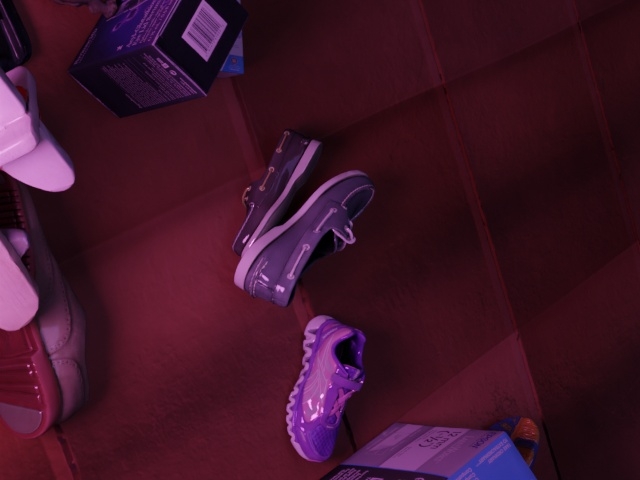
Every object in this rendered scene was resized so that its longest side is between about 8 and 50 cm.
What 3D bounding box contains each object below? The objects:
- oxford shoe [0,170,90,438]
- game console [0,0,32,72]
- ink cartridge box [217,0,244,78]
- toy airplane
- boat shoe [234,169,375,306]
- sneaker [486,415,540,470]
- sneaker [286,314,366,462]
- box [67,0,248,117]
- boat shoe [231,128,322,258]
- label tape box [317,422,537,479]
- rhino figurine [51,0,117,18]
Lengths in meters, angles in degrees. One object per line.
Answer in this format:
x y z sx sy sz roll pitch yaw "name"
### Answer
-0.376 0.070 1.581 0.130 0.123 0.348 -21 107 -60 "oxford shoe"
-0.484 -0.375 1.553 0.213 0.044 0.361 -35 109 -41 "game console"
-0.166 -0.312 1.857 0.088 0.052 0.122 1 87 -45 "ink cartridge box"
-0.467 -0.071 1.330 0.384 0.272 0.386 0 113 -34 "toy airplane"
0.000 0.000 1.924 0.319 0.099 0.116 -39 152 -39 "boat shoe"
0.325 0.464 2.249 0.296 0.112 0.131 -60 142 -29 "sneaker"
0.019 0.233 1.948 0.095 0.104 0.236 23 71 -43 "sneaker"
-0.223 -0.270 1.686 0.108 0.207 0.153 43 57 -33 "box"
-0.080 -0.071 1.909 0.069 0.081 0.228 28 71 9 "boat shoe"
0.187 0.392 1.926 0.249 0.348 0.115 -27 105 -43 "label tape box"
-0.337 -0.429 1.685 0.106 0.073 0.243 5 81 -48 "rhino figurine"
